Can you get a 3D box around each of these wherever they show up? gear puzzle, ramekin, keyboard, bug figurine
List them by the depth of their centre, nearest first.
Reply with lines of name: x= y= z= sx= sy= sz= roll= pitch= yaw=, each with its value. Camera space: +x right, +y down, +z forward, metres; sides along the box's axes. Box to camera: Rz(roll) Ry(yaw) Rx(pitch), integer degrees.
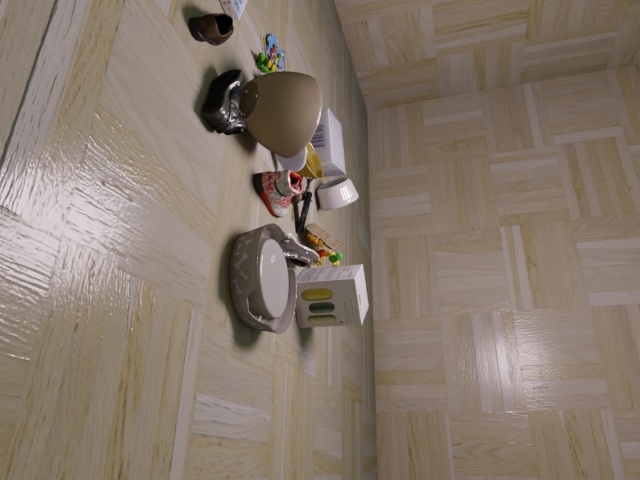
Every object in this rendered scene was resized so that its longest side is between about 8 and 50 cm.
keyboard: x=-0.071 y=-0.120 z=2.080 sx=0.108 sy=0.023 sz=0.180 roll=-26 pitch=130 yaw=-82
gear puzzle: x=0.000 y=0.000 z=2.153 sx=0.044 sy=0.175 sz=0.339 roll=-52 pitch=178 yaw=10
bug figurine: x=0.062 y=0.138 z=2.189 sx=0.072 sy=0.216 sz=0.279 roll=-31 pitch=97 yaw=-30
ramekin: x=0.080 y=-0.239 z=2.468 sx=0.207 sy=0.207 sz=0.109 roll=-59 pitch=132 yaw=-66

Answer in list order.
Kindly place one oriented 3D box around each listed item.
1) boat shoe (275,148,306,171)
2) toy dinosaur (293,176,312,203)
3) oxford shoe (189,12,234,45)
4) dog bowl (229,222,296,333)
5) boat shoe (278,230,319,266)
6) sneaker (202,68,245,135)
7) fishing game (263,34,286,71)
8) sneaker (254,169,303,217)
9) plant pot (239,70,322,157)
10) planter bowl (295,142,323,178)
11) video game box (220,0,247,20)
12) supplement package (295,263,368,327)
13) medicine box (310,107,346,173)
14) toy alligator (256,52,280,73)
boat shoe: x=-0.139 y=-0.452 z=1.894 sx=0.156 sy=0.136 sz=0.367 roll=-67 pitch=138 yaw=-67
toy dinosaur: x=-0.075 y=-0.221 z=2.145 sx=0.268 sy=0.064 sz=0.118 roll=-22 pitch=120 yaw=-75
oxford shoe: x=-0.289 y=-0.619 z=1.429 sx=0.227 sy=0.096 sz=0.082 roll=-69 pitch=147 yaw=-63
dog bowl: x=-0.177 y=0.122 z=1.544 sx=0.349 sy=0.102 sz=0.348 roll=-6 pitch=90 yaw=-76
boat shoe: x=-0.104 y=0.055 z=1.863 sx=0.335 sy=0.112 sz=0.095 roll=40 pitch=63 yaw=-62
sneaker: x=-0.269 y=-0.399 z=1.441 sx=0.130 sy=0.087 sz=0.227 roll=68 pitch=25 yaw=-51
fishing game: x=-0.175 y=-0.751 z=2.014 sx=0.264 sy=0.041 sz=0.189 roll=-24 pitch=110 yaw=-75
sneaker: x=-0.124 y=-0.164 z=1.768 sx=0.270 sy=0.145 sz=0.090 roll=57 pitch=31 yaw=-60
plant pot: x=-0.157 y=-0.432 z=1.606 sx=0.191 sy=0.284 sz=0.284 roll=9 pitch=72 yaw=-37
planter bowl: x=-0.080 y=-0.339 z=2.067 sx=0.217 sy=0.090 sz=0.217 roll=52 pitch=23 yaw=-33
video game box: x=-0.294 y=-0.850 z=1.589 sx=0.187 sy=0.048 sz=0.205 roll=66 pitch=24 yaw=-45
supplement package: x=0.045 y=0.228 z=2.017 sx=0.198 sy=0.263 sz=0.199 roll=-46 pitch=129 yaw=-70
medicine box: x=0.017 y=-0.471 z=2.410 sx=0.289 sy=0.149 sz=0.263 roll=14 pitch=71 yaw=-75
toy alligator: x=-0.201 y=-0.657 z=1.862 sx=0.051 sy=0.056 sz=0.190 roll=-57 pitch=166 yaw=8
